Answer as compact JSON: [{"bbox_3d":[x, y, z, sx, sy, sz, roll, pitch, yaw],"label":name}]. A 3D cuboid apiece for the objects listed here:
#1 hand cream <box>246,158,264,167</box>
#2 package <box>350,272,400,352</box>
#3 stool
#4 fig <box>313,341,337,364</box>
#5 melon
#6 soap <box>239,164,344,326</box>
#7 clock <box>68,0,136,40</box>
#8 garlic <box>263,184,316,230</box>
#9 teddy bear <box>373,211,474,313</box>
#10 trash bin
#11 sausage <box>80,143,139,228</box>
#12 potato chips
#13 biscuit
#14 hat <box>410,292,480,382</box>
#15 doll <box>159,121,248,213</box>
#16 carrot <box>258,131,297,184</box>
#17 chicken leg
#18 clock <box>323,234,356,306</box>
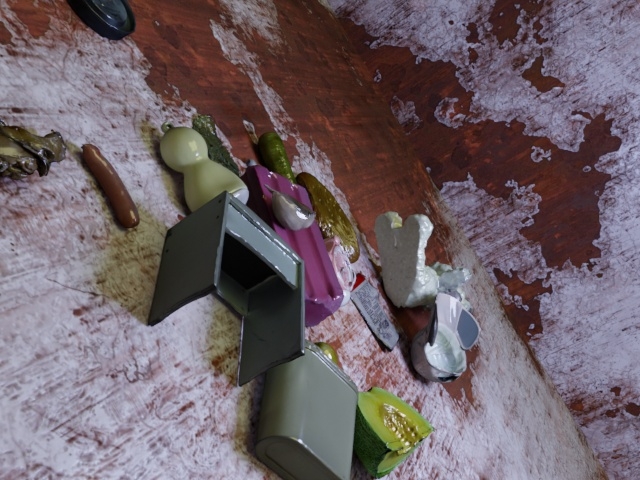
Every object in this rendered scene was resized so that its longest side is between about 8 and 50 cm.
[{"bbox_3d":[-0.170,-0.200,1.850,0.102,0.022,0.035,27,32,-59],"label":"hand cream"},{"bbox_3d":[0.161,0.208,2.012,0.239,0.030,0.154,59,24,0],"label":"package"},{"bbox_3d":[-0.168,0.091,1.303,0.243,0.170,0.270,43,28,-32],"label":"stool"},{"bbox_3d":[-0.001,0.303,1.536,0.093,0.093,0.166,-85,166,-54],"label":"fig"},{"bbox_3d":[0.128,0.441,1.564,0.169,0.129,0.265,45,19,26],"label":"melon"},{"bbox_3d":[-0.085,0.015,1.620,0.233,0.128,0.359,22,43,-53],"label":"soap"},{"bbox_3d":[-0.507,-0.545,1.556,0.184,0.040,0.184,45,26,-29],"label":"clock"},{"bbox_3d":[-0.071,-0.064,1.531,0.084,0.066,0.152,41,10,37],"label":"garlic"},{"bbox_3d":[0.373,0.088,2.254,0.362,0.327,0.375,-5,97,-40],"label":"teddy bear"},{"bbox_3d":[-0.024,0.352,1.348,0.243,0.121,0.247,48,27,-26],"label":"trash bin"},{"bbox_3d":[-0.388,-0.101,1.252,0.177,0.040,0.047,60,29,3],"label":"sausage"},{"bbox_3d":[-0.253,-0.220,1.702,0.142,0.026,0.209,23,42,-58],"label":"potato chips"},{"bbox_3d":[0.026,-0.071,2.027,0.318,0.040,0.318,52,17,-24],"label":"biscuit"},{"bbox_3d":[0.367,0.299,2.091,0.232,0.161,0.275,13,82,-46],"label":"hat"},{"bbox_3d":[-0.259,-0.138,1.489,0.141,0.117,0.296,-31,78,-37],"label":"doll"},{"bbox_3d":[-0.092,-0.140,1.880,0.074,0.074,0.358,10,56,-61],"label":"carrot"},{"bbox_3d":[-0.474,-0.150,1.093,0.125,0.080,0.196,53,19,19],"label":"chicken leg"},{"bbox_3d":[0.030,0.090,1.830,0.162,0.093,0.166,62,21,-17],"label":"clock"}]
